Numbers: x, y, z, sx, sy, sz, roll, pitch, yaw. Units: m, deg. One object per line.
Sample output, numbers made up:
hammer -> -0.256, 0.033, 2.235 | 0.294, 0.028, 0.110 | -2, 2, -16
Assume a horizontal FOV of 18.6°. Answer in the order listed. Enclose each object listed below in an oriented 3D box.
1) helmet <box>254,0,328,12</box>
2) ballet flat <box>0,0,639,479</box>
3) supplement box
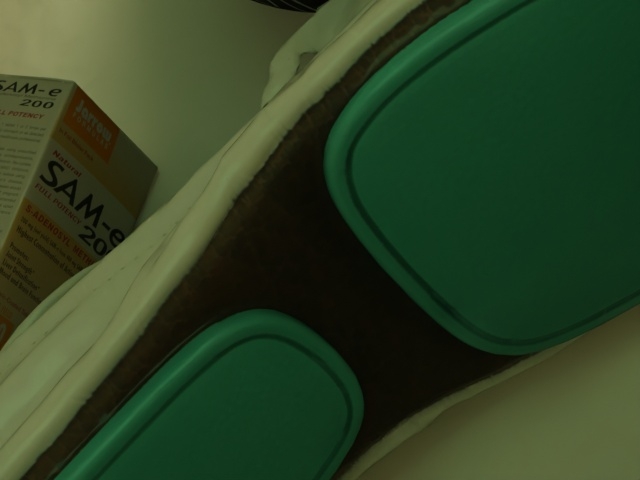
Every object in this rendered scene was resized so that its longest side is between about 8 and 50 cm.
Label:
helmet -> 0.002, -0.154, 0.635 | 0.169, 0.169, 0.161 | 19, 51, 33
ballet flat -> 0.000, 0.000, 0.590 | 0.400, 0.139, 0.139 | -42, 53, 0
supplement box -> -0.100, 0.001, 0.666 | 0.036, 0.062, 0.098 | 7, 67, 30
